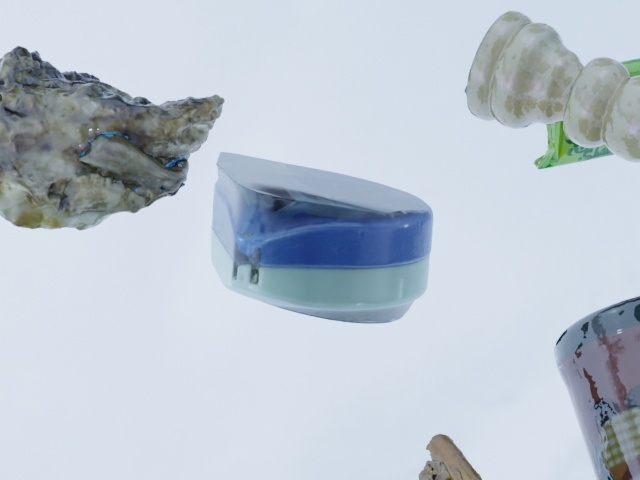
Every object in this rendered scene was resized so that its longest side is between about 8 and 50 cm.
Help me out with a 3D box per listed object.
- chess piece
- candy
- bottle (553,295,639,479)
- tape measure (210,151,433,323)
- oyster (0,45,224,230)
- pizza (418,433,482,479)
[{"bbox_3d":[0.213,-0.115,1.337,0.170,0.094,0.094,25,33,24],"label":"chess piece"},{"bbox_3d":[0.273,-0.120,1.472,0.178,0.102,0.032,-11,31,-21],"label":"candy"},{"bbox_3d":[0.302,0.214,1.307,0.144,0.144,0.336,-2,66,-35],"label":"bottle"},{"bbox_3d":[-0.002,0.001,1.915,0.262,0.138,0.259,9,12,-12],"label":"tape measure"},{"bbox_3d":[-0.213,-0.090,1.376,0.214,0.083,0.223,21,41,9],"label":"oyster"},{"bbox_3d":[0.126,0.268,1.329,0.053,0.193,0.201,-29,72,-17],"label":"pizza"}]
